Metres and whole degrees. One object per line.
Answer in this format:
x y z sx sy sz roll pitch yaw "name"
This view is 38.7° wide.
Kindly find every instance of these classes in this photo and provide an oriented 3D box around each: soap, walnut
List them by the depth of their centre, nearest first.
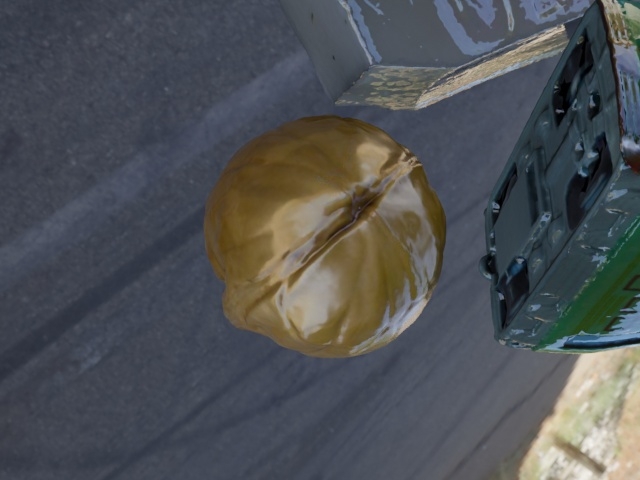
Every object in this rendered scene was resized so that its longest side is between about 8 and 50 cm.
0.000 0.000 0.601 0.159 0.159 0.206 -47 179 -14 "walnut"
0.167 -0.381 1.276 0.435 0.350 0.213 -25 -176 -17 "soap"

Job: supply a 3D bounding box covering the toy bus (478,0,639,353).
0.270 -0.038 0.781 0.343 0.200 0.183 102 -9 -61 "toy bus"
